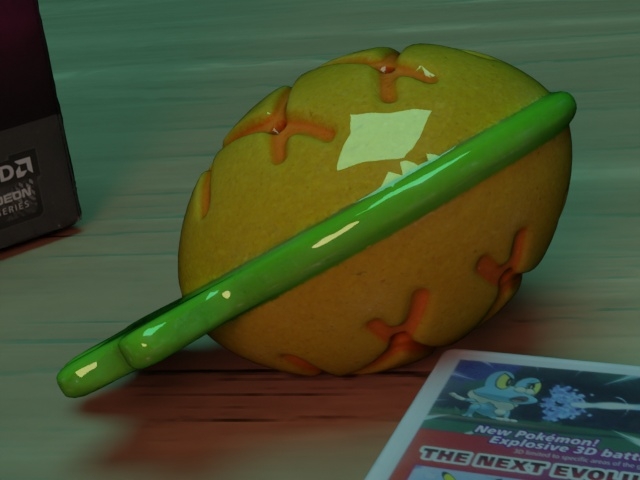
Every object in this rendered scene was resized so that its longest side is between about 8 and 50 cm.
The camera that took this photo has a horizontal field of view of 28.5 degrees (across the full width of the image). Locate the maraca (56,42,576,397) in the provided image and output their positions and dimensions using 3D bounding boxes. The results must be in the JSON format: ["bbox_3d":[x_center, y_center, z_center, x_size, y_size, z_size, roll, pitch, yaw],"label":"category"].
[{"bbox_3d":[0.000,0.000,0.406,0.186,0.099,0.127,-29,-1,-9],"label":"maraca"}]

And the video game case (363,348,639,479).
[{"bbox_3d":[0.096,0.084,0.279,0.201,0.023,0.183,3,26,24],"label":"video game case"}]

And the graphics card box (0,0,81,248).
[{"bbox_3d":[-0.240,-0.149,0.465,0.233,0.370,0.094,-21,27,-32],"label":"graphics card box"}]
